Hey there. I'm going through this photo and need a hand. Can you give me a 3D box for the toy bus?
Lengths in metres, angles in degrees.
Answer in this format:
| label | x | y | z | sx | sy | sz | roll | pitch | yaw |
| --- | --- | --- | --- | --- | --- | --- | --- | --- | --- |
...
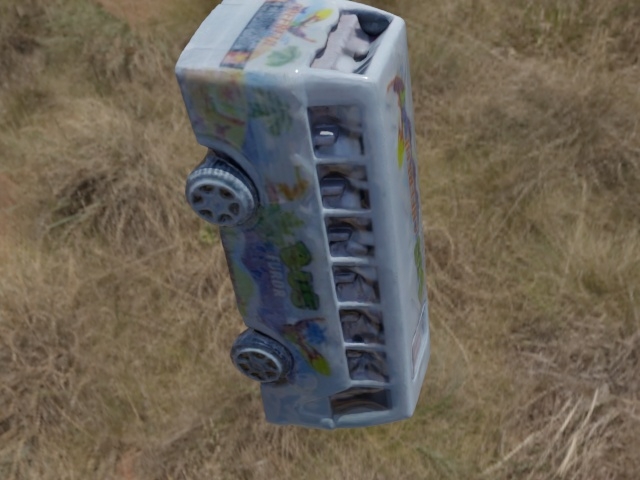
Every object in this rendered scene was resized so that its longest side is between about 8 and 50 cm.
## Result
| label | x | y | z | sx | sy | sz | roll | pitch | yaw |
| --- | --- | --- | --- | --- | --- | --- | --- | --- | --- |
| toy bus | 0.000 | 0.000 | 0.613 | 0.135 | 0.330 | 0.109 | 5 | 43 | 16 |
